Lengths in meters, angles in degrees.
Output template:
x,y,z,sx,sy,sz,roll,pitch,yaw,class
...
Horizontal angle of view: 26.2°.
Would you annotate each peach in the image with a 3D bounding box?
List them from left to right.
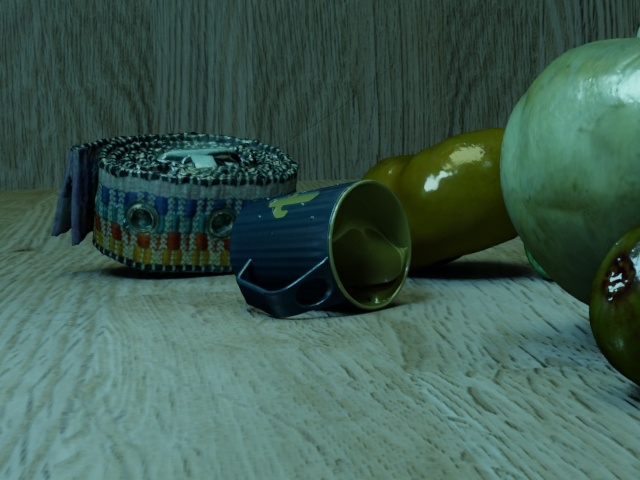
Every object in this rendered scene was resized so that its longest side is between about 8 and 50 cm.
x,y,z,sx,sy,sz,roll,pitch,yaw,class
0.163,-0.051,1.659,0.251,0.153,0.251,-22,5,2,peach

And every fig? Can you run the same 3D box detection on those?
x,y,z,sx,sy,sz,roll,pitch,yaw,class
0.301,0.061,0.990,0.236,0.124,0.124,16,-1,-23,fig

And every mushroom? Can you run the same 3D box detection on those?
x,y,z,sx,sy,sz,roll,pitch,yaw,class
0.324,-0.057,1.141,0.352,0.260,0.352,11,-21,4,mushroom

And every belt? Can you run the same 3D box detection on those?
x,y,z,sx,sy,sz,roll,pitch,yaw,class
-0.169,-0.036,1.750,0.295,0.161,0.207,-7,26,-38,belt

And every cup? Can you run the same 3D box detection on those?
x,y,z,sx,sy,sz,roll,pitch,yaw,class
-0.016,0.018,1.418,0.155,0.131,0.176,-2,29,43,cup

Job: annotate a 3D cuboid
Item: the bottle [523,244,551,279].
x,y,z,sx,sy,sz,roll,pitch,yaw,class
0.373,-0.028,1.665,0.093,0.093,0.330,4,15,44,bottle
